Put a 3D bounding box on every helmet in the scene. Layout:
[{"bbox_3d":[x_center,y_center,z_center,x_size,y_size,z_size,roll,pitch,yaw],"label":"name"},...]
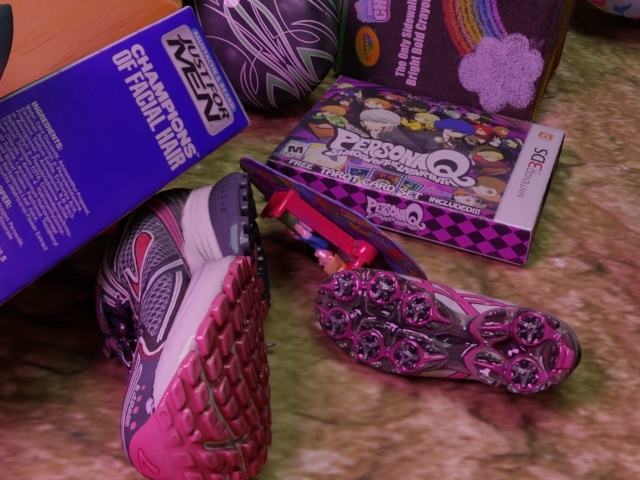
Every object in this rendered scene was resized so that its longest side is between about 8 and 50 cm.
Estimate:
[{"bbox_3d":[-0.062,-0.208,1.004,0.169,0.169,0.161,5,13,-5],"label":"helmet"}]

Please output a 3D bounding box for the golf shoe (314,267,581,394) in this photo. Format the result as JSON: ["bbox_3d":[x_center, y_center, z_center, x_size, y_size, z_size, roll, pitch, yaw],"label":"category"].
[{"bbox_3d":[0.086,0.065,0.732,0.186,0.067,0.086,15,1,19],"label":"golf shoe"}]

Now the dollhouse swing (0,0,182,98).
[{"bbox_3d":[-0.328,-0.303,0.941,0.315,0.305,0.347,-33,31,13],"label":"dollhouse swing"}]

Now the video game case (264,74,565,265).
[{"bbox_3d":[0.092,-0.071,0.947,0.232,0.041,0.210,16,32,13],"label":"video game case"}]

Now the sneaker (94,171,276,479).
[{"bbox_3d":[-0.091,0.055,0.659,0.112,0.120,0.299,-10,23,1],"label":"sneaker"}]

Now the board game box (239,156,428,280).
[{"bbox_3d":[0.000,0.000,0.779,0.169,0.133,0.033,28,79,30],"label":"board game box"}]

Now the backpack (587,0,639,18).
[{"bbox_3d":[0.420,-0.391,1.336,0.254,0.191,0.225,-4,61,-26],"label":"backpack"}]

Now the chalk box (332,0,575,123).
[{"bbox_3d":[0.123,-0.269,1.131,0.289,0.180,0.179,18,34,13],"label":"chalk box"}]

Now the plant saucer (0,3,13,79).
[{"bbox_3d":[-0.305,-0.041,0.578,0.318,0.043,0.317,-25,14,7],"label":"plant saucer"}]

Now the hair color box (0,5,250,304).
[{"bbox_3d":[-0.215,-0.033,0.691,0.185,0.110,0.339,-17,19,36],"label":"hair color box"}]
